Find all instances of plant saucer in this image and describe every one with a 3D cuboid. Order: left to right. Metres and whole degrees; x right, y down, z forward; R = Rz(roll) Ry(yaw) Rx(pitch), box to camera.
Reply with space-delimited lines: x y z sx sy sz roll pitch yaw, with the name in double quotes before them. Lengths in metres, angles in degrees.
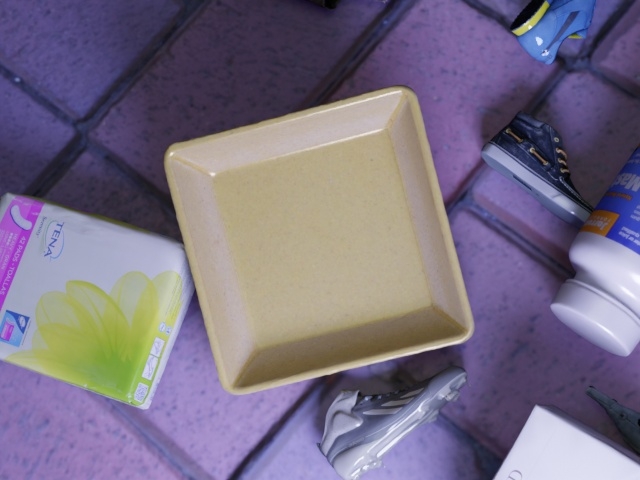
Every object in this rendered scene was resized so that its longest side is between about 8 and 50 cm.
"plant saucer" 0.000 0.000 1.549 0.333 0.081 0.332 -14 92 7

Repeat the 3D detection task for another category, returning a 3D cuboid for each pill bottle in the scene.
"pill bottle" 0.400 0.000 1.470 0.152 0.152 0.272 34 81 19

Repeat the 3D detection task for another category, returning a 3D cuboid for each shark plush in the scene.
"shark plush" 0.394 0.223 1.447 0.073 0.067 0.161 -38 70 -2

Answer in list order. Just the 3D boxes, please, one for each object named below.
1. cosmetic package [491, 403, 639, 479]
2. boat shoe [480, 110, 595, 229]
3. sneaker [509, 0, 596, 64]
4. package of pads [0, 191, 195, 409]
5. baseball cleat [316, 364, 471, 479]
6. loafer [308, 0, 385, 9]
"cosmetic package" 0.362 0.367 1.349 0.385 0.156 0.217 28 91 17
"boat shoe" 0.302 -0.093 1.565 0.183 0.065 0.083 40 85 20
"sneaker" 0.345 -0.326 1.639 0.082 0.069 0.209 44 74 -13
"package of pads" -0.326 0.074 1.620 0.297 0.101 0.229 17 78 15
"baseball cleat" 0.084 0.207 1.514 0.206 0.072 0.109 -39 63 -6
"loafer" -0.004 -0.377 1.699 0.251 0.094 0.087 0 69 11
